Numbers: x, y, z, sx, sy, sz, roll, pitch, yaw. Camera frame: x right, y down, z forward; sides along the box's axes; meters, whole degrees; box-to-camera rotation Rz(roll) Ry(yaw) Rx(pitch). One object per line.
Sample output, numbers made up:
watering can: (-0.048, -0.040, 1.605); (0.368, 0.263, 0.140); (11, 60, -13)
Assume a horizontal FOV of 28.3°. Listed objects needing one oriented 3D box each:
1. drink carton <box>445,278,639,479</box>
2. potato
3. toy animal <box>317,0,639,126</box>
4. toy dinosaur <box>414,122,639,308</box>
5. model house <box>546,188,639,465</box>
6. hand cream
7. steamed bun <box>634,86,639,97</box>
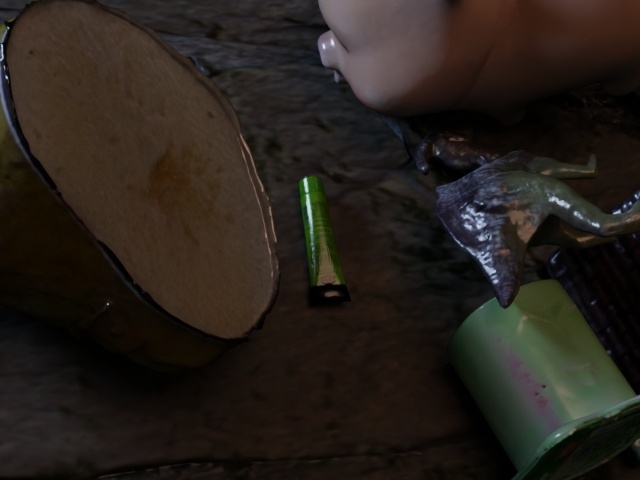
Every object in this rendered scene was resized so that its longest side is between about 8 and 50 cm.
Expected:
drink carton: (0.190, 0.119, 1.070); (0.144, 0.146, 0.142); (-14, 59, -28)
potato: (-0.187, -0.029, 0.987); (0.299, 0.196, 0.246); (51, 37, -22)
toy animal: (0.155, -0.219, 1.179); (0.326, 0.269, 0.237); (-20, 41, 11)
toy dinosaur: (0.177, -0.034, 1.127); (0.162, 0.077, 0.294); (-5, 21, -4)
model house: (0.342, 0.054, 1.137); (0.249, 0.230, 0.280); (-26, 69, -5)
hand cream: (0.000, 0.000, 1.127); (0.036, 0.023, 0.122); (-4, 63, -12)
steamed bun: (0.445, -0.251, 1.351); (0.283, 0.177, 0.283); (9, 59, -16)
